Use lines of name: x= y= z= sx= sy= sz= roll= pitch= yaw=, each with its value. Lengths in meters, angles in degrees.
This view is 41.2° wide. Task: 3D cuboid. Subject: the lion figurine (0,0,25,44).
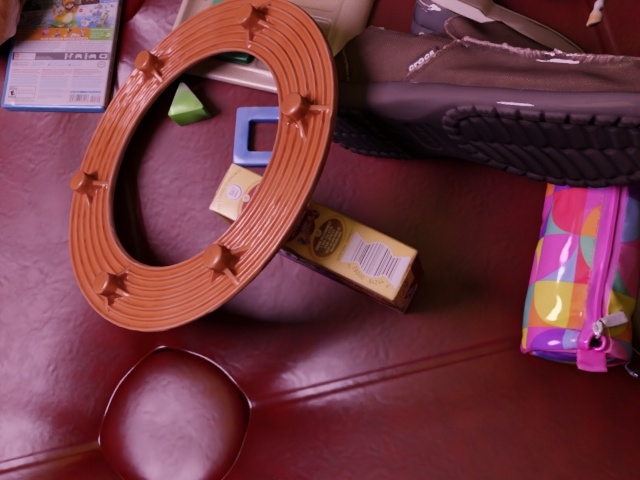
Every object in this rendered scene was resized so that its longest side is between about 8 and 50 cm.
lion figurine: x=-0.395 y=-0.398 z=0.917 sx=0.142 sy=0.240 sz=0.392 roll=-6 pitch=55 yaw=-21

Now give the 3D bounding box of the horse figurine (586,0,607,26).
horse figurine: x=0.357 y=-0.223 z=0.770 sx=0.263 sy=0.066 sz=0.174 roll=27 pitch=74 yaw=-9

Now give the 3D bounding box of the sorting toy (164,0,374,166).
sorting toy: x=-0.049 y=-0.247 z=0.878 sx=0.196 sy=0.047 sz=0.347 roll=16 pitch=81 yaw=13

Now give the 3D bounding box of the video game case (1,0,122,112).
video game case: x=-0.279 y=-0.221 z=0.928 sx=0.119 sy=0.015 sz=0.166 roll=3 pitch=79 yaw=11

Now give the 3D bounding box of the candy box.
candy box: x=0.000 y=0.000 z=0.784 sx=0.187 sy=0.109 sz=0.053 roll=25 pitch=84 yaw=13

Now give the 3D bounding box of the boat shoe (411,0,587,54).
boat shoe: x=0.180 y=-0.183 z=0.830 sx=0.206 sy=0.075 sz=0.065 roll=33 pitch=128 yaw=9

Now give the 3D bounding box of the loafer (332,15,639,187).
loafer: x=0.141 y=-0.139 z=0.724 sx=0.366 sy=0.134 sz=0.130 roll=13 pitch=75 yaw=37

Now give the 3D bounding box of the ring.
ring: x=-0.126 y=-0.082 z=0.780 sx=0.336 sy=0.032 sz=0.336 roll=-18 pitch=60 yaw=33

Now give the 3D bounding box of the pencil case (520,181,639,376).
pencil case: x=0.240 y=0.001 z=0.750 sx=0.104 sy=0.104 sz=0.236 roll=7 pitch=78 yaw=11
